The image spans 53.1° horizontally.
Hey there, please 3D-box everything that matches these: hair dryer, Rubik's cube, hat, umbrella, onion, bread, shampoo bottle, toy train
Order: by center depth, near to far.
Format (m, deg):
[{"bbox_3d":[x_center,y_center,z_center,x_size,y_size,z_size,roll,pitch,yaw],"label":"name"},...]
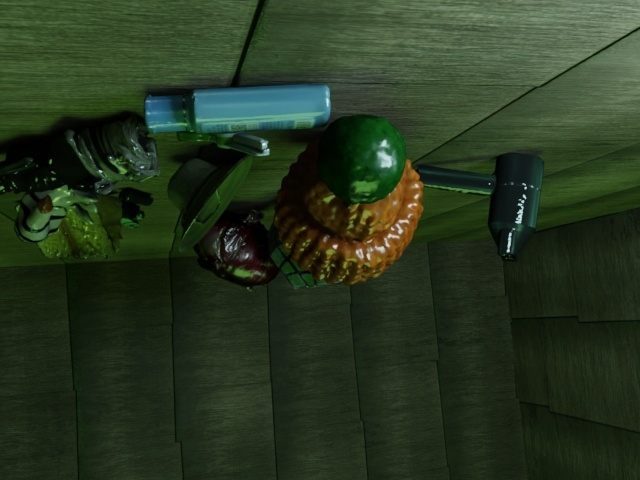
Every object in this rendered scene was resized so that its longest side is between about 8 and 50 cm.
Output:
[{"bbox_3d":[-0.119,-0.186,0.913,0.258,0.061,0.104,-4,-178,-6],"label":"shampoo bottle"},{"bbox_3d":[-0.432,-0.122,1.061,0.358,0.113,0.106,-7,-164,23],"label":"umbrella"},{"bbox_3d":[0.042,-0.110,1.078,0.285,0.285,0.400,-5,153,1],"label":"hat"},{"bbox_3d":[-0.250,-0.104,1.299,0.110,0.252,0.252,36,173,0],"label":"hat"},{"bbox_3d":[0.363,-0.088,1.524,0.302,0.244,0.116,9,171,11],"label":"hair dryer"},{"bbox_3d":[-0.459,-0.107,1.595,0.036,0.031,0.133,21,180,13],"label":"umbrella"},{"bbox_3d":[-0.620,-0.053,1.597,0.266,0.142,0.178,-6,134,24],"label":"bread"},{"bbox_3d":[-0.564,-0.067,1.733,0.172,0.070,0.099,-7,163,21],"label":"toy train"},{"bbox_3d":[0.001,0.000,1.834,0.319,0.319,0.264,-4,149,-7],"label":"Rubik's cube"},{"bbox_3d":[-0.253,0.006,1.956,0.314,0.232,0.314,26,-176,-2],"label":"onion"}]

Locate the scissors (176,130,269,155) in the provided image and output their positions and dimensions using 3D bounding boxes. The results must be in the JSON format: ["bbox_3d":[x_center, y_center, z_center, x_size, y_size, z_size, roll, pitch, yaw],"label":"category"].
[{"bbox_3d":[-0.139,-0.155,0.971,0.101,0.027,0.204,-17,-154,-32],"label":"scissors"}]

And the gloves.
[{"bbox_3d":[-0.581,-0.082,1.406,0.219,0.131,0.140,-44,151,28],"label":"gloves"}]
